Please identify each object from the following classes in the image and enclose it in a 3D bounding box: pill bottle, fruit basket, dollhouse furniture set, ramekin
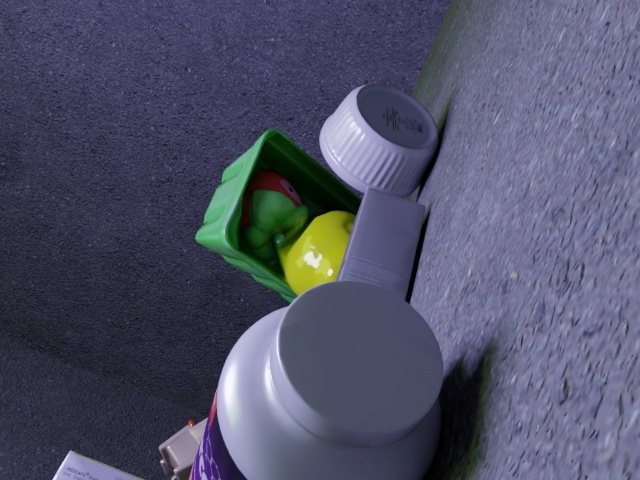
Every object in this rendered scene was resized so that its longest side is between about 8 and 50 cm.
[{"bbox_3d":[-0.011,0.176,0.652,0.323,0.181,0.181,111,179,-48],"label":"pill bottle"},{"bbox_3d":[0.000,0.000,1.363,0.392,0.392,0.283,113,178,-67],"label":"fruit basket"},{"bbox_3d":[-0.183,0.449,1.380,0.135,0.262,0.259,-28,-54,-22],"label":"dollhouse furniture set"},{"bbox_3d":[0.112,-0.185,1.343,0.109,0.207,0.207,-56,9,43],"label":"ramekin"}]

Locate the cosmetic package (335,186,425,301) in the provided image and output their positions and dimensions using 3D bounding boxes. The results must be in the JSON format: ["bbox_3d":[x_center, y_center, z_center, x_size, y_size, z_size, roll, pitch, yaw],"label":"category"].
[{"bbox_3d":[0.075,0.049,1.093,0.238,0.107,0.127,-74,1,-46],"label":"cosmetic package"}]

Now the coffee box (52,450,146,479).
[{"bbox_3d":[-0.232,0.524,0.930,0.338,0.338,0.334,111,-179,-49],"label":"coffee box"}]
